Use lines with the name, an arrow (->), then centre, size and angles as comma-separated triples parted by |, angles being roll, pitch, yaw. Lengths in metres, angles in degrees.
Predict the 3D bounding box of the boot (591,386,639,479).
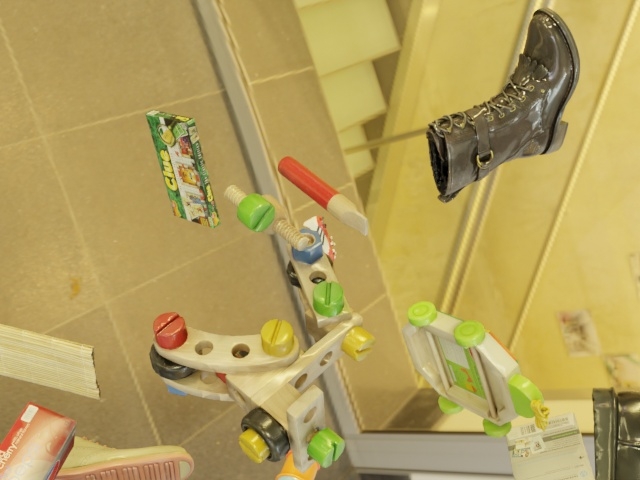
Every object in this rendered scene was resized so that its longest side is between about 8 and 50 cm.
boot -> 0.399, 0.274, 0.828 | 0.094, 0.207, 0.246 | 39, 52, -65

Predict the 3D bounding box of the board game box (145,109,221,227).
board game box -> -0.300, -0.155, 1.719 | 0.030, 0.136, 0.259 | -37, 130, -36

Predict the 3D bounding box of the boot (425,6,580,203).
boot -> 0.261, -0.194, 1.163 | 0.229, 0.091, 0.262 | -20, 126, -18

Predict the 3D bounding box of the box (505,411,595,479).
box -> 0.442, 0.428, 1.511 | 0.186, 0.145, 0.038 | -86, 152, -57

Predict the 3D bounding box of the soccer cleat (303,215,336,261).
soccer cleat -> 0.000, 0.000, 1.229 | 0.029, 0.036, 0.083 | -83, 154, -62

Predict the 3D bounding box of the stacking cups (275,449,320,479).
stacking cups -> -0.066, 0.522, 1.568 | 0.096, 0.096, 0.316 | 59, 33, -23

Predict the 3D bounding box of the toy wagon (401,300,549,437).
toy wagon -> 0.299, 0.256, 1.487 | 0.068, 0.344, 0.267 | -39, 125, -25

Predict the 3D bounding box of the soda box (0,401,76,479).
soda box -> -0.458, 0.375, 1.146 | 0.084, 0.092, 0.263 | 24, 46, -1

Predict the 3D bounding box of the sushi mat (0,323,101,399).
sushi mat -> -0.600, 0.240, 1.608 | 0.019, 0.317, 0.151 | -65, 163, -50

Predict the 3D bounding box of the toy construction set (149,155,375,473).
toy construction set -> -0.017, 0.098, 0.852 | 0.258, 0.237, 0.308 | -10, 128, -43

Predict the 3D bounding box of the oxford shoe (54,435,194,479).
oxford shoe -> -0.462, 0.450, 1.597 | 0.146, 0.397, 0.140 | -110, -158, -49
